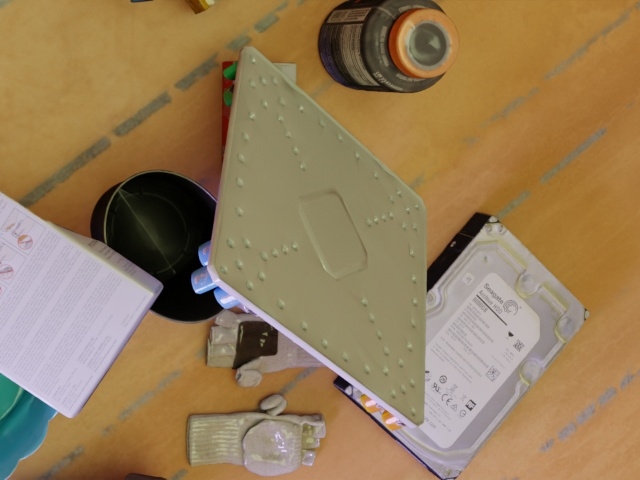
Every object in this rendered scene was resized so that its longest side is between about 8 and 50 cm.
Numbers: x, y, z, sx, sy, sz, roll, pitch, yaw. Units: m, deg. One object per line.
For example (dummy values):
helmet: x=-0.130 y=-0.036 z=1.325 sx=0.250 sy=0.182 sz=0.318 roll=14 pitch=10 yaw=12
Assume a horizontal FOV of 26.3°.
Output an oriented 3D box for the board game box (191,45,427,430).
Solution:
board game box: x=0.000 y=0.000 z=1.756 sx=0.390 sy=0.050 sz=0.390 roll=39 pitch=39 yaw=-33

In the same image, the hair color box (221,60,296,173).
hair color box: x=-0.085 y=-0.160 z=1.872 sx=0.093 sy=0.053 sz=0.167 roll=-1 pitch=96 yaw=-21

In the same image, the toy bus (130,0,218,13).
toy bus: x=-0.175 y=-0.394 z=1.778 sx=0.191 sy=0.104 sz=0.202 roll=10 pitch=91 yaw=-18

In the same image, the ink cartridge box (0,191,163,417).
ink cartridge box: x=-0.332 y=0.068 z=1.610 sx=0.232 sy=0.066 sz=0.189 roll=35 pitch=100 yaw=1

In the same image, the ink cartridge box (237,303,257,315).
ink cartridge box: x=-0.079 y=0.040 z=1.832 sx=0.104 sy=0.180 sz=0.060 roll=-28 pitch=105 yaw=-14

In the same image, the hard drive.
hard drive: x=0.213 y=0.159 z=2.016 sx=0.237 sy=0.064 sz=0.339 roll=44 pitch=81 yaw=-20

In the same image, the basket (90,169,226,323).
basket: x=-0.212 y=-0.004 z=1.755 sx=0.154 sy=0.227 sz=0.204 roll=-38 pitch=107 yaw=-11

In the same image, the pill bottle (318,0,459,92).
pill bottle: x=0.095 y=-0.261 z=1.818 sx=0.130 sy=0.246 sz=0.130 roll=-3 pitch=99 yaw=-20

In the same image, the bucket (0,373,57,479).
bucket: x=-0.466 y=0.162 z=1.711 sx=0.281 sy=0.183 sz=0.281 roll=-3 pitch=98 yaw=-19

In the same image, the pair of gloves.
pair of gloves: x=-0.076 y=0.215 z=1.932 sx=0.204 sy=0.042 sz=0.240 roll=9 pitch=95 yaw=-21

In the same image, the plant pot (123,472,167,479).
plant pot: x=-0.333 y=0.418 z=1.777 sx=0.229 sy=0.263 sz=0.263 roll=11 pitch=94 yaw=-4
